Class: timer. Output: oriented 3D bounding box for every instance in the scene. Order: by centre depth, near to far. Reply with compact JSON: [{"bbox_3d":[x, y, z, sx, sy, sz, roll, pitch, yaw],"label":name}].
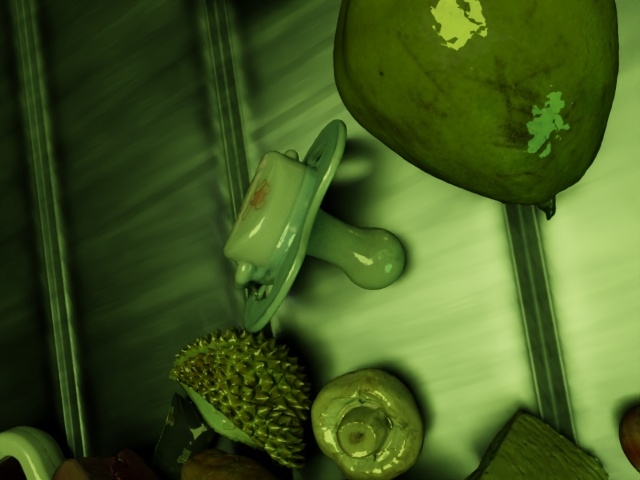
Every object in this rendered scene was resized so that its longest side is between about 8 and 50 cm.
[{"bbox_3d":[-0.515,0.449,0.946,0.262,0.087,0.237,-32,79,17],"label":"timer"}]

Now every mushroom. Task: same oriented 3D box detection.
[{"bbox_3d":[0.059,0.234,0.716,0.148,0.112,0.148,1,94,13],"label":"mushroom"}]

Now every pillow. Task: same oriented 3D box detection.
[{"bbox_3d":[-0.205,0.312,0.849,0.090,0.048,0.150,25,98,26],"label":"pillow"}]

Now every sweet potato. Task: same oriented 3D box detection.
[{"bbox_3d":[-0.098,0.322,0.697,0.252,0.097,0.097,-5,87,55],"label":"sweet potato"}]

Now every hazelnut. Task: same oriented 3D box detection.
[{"bbox_3d":[0.374,0.220,0.619,0.086,0.086,0.086,0,89,21],"label":"hazelnut"}]

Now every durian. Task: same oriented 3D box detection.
[{"bbox_3d":[-0.079,0.210,0.761,0.193,0.237,0.138,15,52,39],"label":"durian"}]

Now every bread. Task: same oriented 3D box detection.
[{"bbox_3d":[0.223,0.292,0.616,0.138,0.196,0.102,45,131,14],"label":"bread"}]

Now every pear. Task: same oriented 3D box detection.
[{"bbox_3d":[0.172,-0.183,0.599,0.287,0.287,0.375,-27,103,19],"label":"pear"}]

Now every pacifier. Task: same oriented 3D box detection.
[{"bbox_3d":[0.000,0.000,0.724,0.226,0.238,0.287,25,70,-10],"label":"pacifier"}]

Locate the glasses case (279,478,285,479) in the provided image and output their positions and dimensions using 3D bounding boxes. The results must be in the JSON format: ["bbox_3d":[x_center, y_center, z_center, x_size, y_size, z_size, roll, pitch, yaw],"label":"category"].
[{"bbox_3d":[-0.124,0.406,0.801,0.204,0.081,0.051,-39,78,18],"label":"glasses case"}]

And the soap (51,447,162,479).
[{"bbox_3d":[-0.317,0.472,0.793,0.220,0.127,0.324,16,86,39],"label":"soap"}]
